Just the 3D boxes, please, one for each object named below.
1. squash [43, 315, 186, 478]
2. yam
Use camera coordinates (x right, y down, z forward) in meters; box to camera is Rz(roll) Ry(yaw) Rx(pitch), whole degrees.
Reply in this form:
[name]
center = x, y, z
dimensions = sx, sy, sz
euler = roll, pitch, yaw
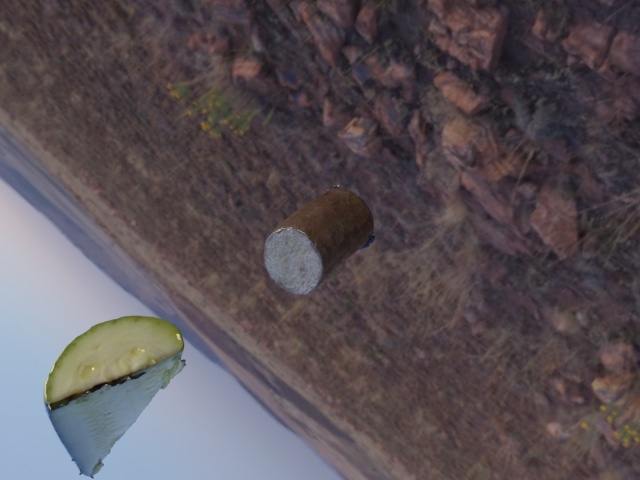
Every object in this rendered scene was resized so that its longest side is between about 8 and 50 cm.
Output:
[squash]
center = -0.259, 0.202, 0.844
dimensions = 0.093, 0.169, 0.252
euler = 56, 155, 29
[yam]
center = 0.000, -0.003, 0.703
dimensions = 0.084, 0.127, 0.084
euler = 13, 117, 26
